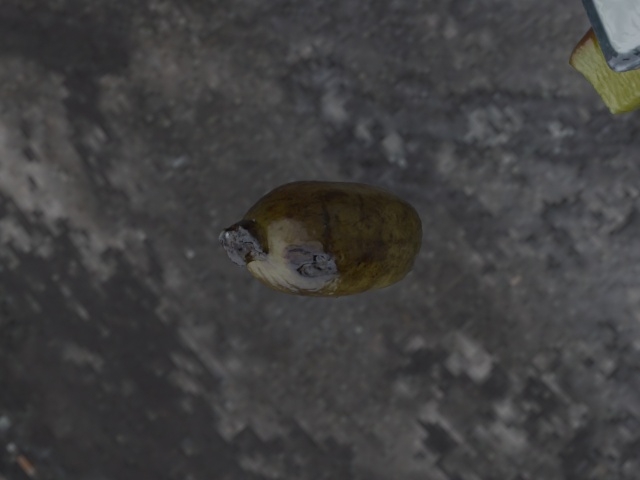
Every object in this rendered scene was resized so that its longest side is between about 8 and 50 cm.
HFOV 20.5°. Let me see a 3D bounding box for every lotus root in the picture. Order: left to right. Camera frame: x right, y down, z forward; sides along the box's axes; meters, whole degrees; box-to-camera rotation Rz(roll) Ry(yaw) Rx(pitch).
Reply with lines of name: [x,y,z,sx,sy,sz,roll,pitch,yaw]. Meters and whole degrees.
lotus root: [0.000,0.000,1.905,0.145,0.260,0.128,-18,75,46]

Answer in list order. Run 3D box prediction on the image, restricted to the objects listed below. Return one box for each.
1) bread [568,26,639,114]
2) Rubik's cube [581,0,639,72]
bread: [0.291,-0.180,1.169,0.077,0.138,0.361,55,164,0]
Rubik's cube: [0.221,-0.213,0.786,0.207,0.205,0.205,-28,80,47]
